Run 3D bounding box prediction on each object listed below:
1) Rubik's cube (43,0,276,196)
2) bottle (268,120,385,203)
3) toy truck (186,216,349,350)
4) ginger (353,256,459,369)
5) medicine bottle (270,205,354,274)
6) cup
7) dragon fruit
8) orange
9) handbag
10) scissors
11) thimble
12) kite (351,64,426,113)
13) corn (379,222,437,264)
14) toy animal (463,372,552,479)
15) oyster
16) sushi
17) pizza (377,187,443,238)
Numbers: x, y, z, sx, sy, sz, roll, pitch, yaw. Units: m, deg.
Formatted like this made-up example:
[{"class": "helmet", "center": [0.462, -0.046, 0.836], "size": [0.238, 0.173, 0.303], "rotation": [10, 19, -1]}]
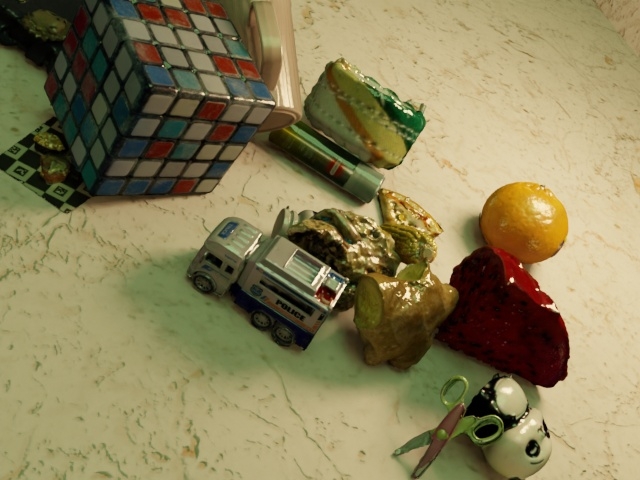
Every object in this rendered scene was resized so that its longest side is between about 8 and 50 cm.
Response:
[{"class": "Rubik's cube", "center": [-0.310, -0.278, 1.312], "size": [0.293, 0.287, 0.292], "rotation": [-3, 57, -44]}, {"class": "bottle", "center": [0.016, -0.194, 1.620], "size": [0.286, 0.082, 0.082], "rotation": [33, 42, -1]}, {"class": "toy truck", "center": [-0.098, 0.065, 1.259], "size": [0.267, 0.155, 0.124], "rotation": [33, 43, 1]}, {"class": "ginger", "center": [0.183, 0.140, 1.341], "size": [0.270, 0.219, 0.123], "rotation": [-5, 15, -31]}, {"class": "medicine bottle", "center": [0.000, 0.000, 1.414], "size": [0.191, 0.107, 0.107], "rotation": [18, 44, -16]}, {"class": "cup", "center": [-0.131, -0.391, 1.474], "size": [0.208, 0.288, 0.273], "rotation": [-1, 82, -45]}, {"class": "dragon fruit", "center": [0.382, 0.187, 1.448], "size": [0.330, 0.240, 0.302], "rotation": [51, 13, -15]}, {"class": "orange", "center": [0.507, -0.045, 1.709], "size": [0.219, 0.193, 0.219], "rotation": [6, 39, -5]}, {"class": "handbag", "center": [-0.531, -0.481, 1.529], "size": [0.303, 0.122, 0.329], "rotation": [37, 44, 4]}, {"class": "scissors", "center": [0.219, 0.341, 1.216], "size": [0.187, 0.020, 0.134], "rotation": [-38, 74, -2]}, {"class": "thimble", "center": [0.103, -0.304, 1.657], "size": [0.288, 0.167, 0.254], "rotation": [36, 16, 5]}, {"class": "kite", "center": [0.161, -0.373, 1.922], "size": [0.405, 0.014, 0.369], "rotation": [-3, 54, -33]}, {"class": "corn", "center": [0.174, 0.007, 1.455], "size": [0.080, 0.080, 0.238], "rotation": [14, 3, -20]}, {"class": "toy animal", "center": [0.355, 0.348, 1.286], "size": [0.166, 0.138, 0.179], "rotation": [-21, 66, -44]}, {"class": "oyster", "center": [0.052, 0.036, 1.337], "size": [0.222, 0.214, 0.083], "rotation": [-18, 21, -12]}, {"class": "sushi", "center": [-0.487, -0.165, 1.320], "size": [0.192, 0.040, 0.210], "rotation": [34, 42, 0]}, {"class": "pizza", "center": [0.189, -0.049, 1.626], "size": [0.184, 0.036, 0.176], "rotation": [43, 43, 11]}]
